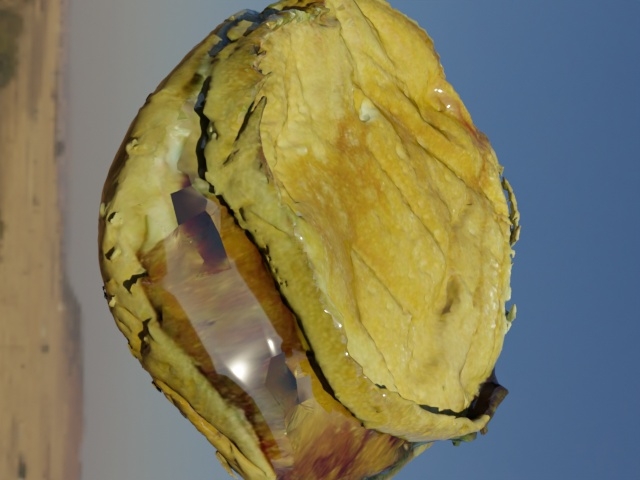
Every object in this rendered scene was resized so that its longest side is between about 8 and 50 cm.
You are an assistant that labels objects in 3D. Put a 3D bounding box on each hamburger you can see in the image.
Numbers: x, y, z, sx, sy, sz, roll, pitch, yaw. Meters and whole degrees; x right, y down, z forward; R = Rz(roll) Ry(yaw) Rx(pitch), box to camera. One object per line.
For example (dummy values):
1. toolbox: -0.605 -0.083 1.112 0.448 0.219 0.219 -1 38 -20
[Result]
1. hamburger: 0.002 0.001 0.693 0.134 0.265 0.285 -28 -166 34
